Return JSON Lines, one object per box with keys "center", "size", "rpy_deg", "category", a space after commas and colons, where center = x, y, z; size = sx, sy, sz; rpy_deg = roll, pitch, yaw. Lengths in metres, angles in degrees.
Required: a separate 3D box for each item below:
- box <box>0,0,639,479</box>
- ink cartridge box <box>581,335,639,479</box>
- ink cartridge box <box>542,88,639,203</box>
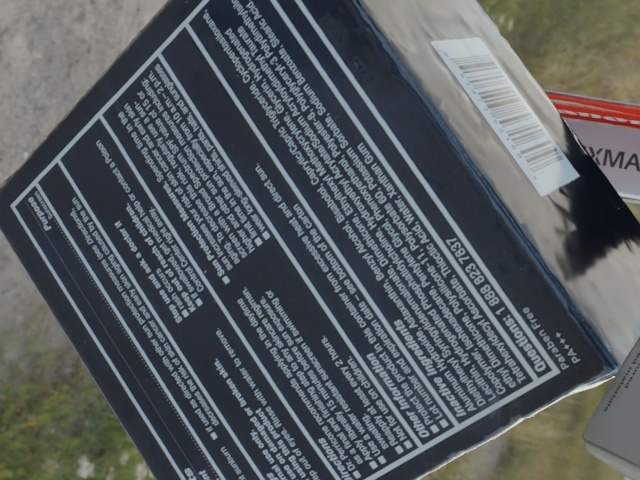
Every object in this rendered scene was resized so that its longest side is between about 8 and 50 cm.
{"center": [0.000, 0.000, 0.620], "size": [0.294, 0.296, 0.183], "rpy_deg": [-38, 172, 31], "category": "box"}
{"center": [0.174, 0.073, 0.255], "size": [0.082, 0.140, 0.191], "rpy_deg": [-57, -175, -6], "category": "ink cartridge box"}
{"center": [0.197, -0.066, 0.756], "size": [0.239, 0.275, 0.060], "rpy_deg": [-3, 104, -72], "category": "ink cartridge box"}
